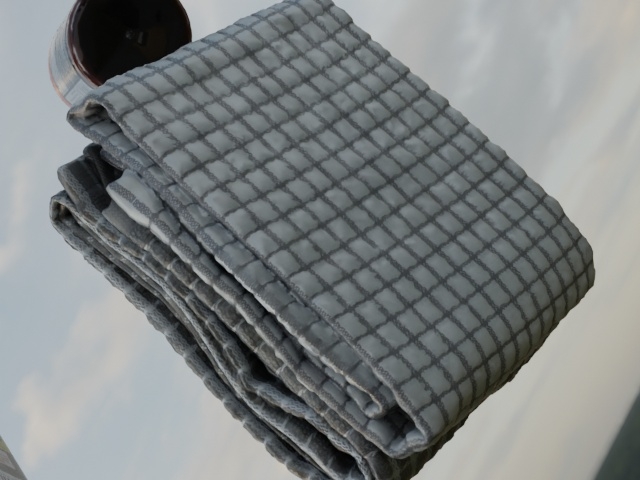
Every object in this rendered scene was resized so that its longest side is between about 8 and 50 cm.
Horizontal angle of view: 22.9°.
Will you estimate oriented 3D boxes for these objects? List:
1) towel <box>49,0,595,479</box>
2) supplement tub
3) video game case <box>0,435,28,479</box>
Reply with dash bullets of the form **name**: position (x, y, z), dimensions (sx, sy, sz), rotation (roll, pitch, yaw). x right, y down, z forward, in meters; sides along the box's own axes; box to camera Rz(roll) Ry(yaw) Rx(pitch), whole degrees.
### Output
- **towel**: position (0.000, 0.000, 0.959), dimensions (0.235, 0.283, 0.121), rotation (-36, -17, -46)
- **supplement tub**: position (-0.178, -0.160, 1.363), dimensions (0.106, 0.106, 0.198), rotation (-60, 12, -11)
- **video game case**: position (-0.350, 0.121, 1.239), dimensions (0.035, 0.248, 0.275), rotation (-48, -46, 3)
